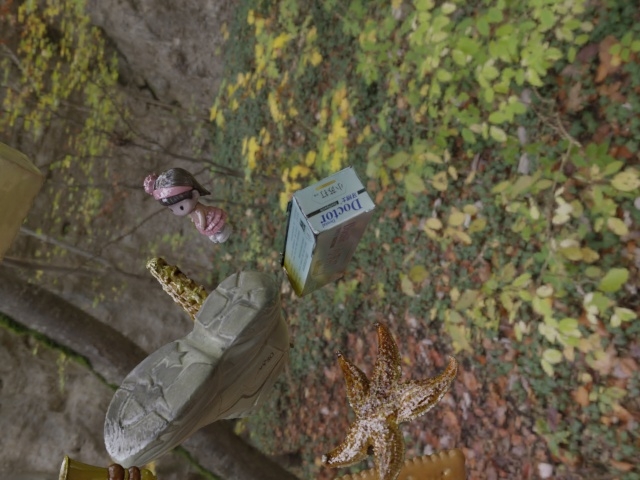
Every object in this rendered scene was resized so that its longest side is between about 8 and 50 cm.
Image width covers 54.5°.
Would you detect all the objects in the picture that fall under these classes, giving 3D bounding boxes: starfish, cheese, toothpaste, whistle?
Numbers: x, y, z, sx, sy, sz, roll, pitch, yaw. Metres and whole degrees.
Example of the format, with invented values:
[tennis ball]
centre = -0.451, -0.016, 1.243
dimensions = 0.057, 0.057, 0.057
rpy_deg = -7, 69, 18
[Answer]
[starfish]
centre = 0.080, 0.213, 0.812
dimensions = 0.240, 0.043, 0.227
rpy_deg = -37, 47, 23
[cheese]
centre = -0.667, -0.056, 1.209
dimensions = 0.242, 0.123, 0.266
rpy_deg = 28, 89, 55
[toothpaste]
centre = 0.000, 0.000, 0.855
dimensions = 0.071, 0.089, 0.313
rpy_deg = 61, 166, 14
[whistle]
centre = -0.248, 0.286, 0.720
dimensions = 0.046, 0.109, 0.057
rpy_deg = 10, 81, 63

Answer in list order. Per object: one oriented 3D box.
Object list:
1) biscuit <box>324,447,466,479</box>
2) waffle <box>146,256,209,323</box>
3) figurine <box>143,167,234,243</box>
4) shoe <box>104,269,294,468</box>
[biscuit]
centre = 0.124, 0.434, 1.014
dimensions = 0.030, 0.249, 0.160
rpy_deg = -126, 27, -70
[waffle]
centre = -0.293, 0.139, 1.437
dimensions = 0.051, 0.291, 0.291
rpy_deg = -46, -11, -22
[figurine]
centre = -0.173, -0.049, 0.838
dimensions = 0.072, 0.129, 0.054
rpy_deg = 5, 61, 48
[shoe]
centre = -0.161, 0.230, 0.964
dimensions = 0.342, 0.132, 0.211
rpy_deg = -48, -42, -25
